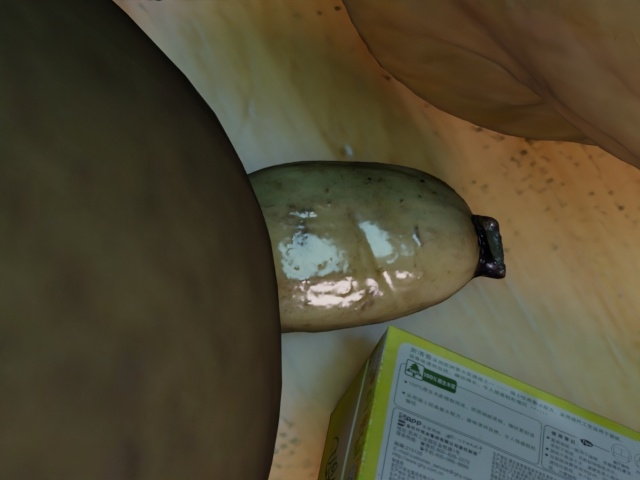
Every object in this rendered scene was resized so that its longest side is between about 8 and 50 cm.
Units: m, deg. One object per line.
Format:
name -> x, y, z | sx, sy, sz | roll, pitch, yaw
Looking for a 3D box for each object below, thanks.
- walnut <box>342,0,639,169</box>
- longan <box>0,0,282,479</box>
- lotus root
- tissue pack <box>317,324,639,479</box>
walnut -> 0.191, -0.179, 0.576 | 0.383, 0.383, 0.384 | 1, 86, -11
longan -> -0.169, 0.043, 0.491 | 0.319, 0.319, 0.319 | 1, 86, -11
lotus root -> 0.000, 0.000, 0.642 | 0.152, 0.072, 0.063 | -5, 130, -18
tissue pack -> 0.085, 0.114, 0.634 | 0.176, 0.062, 0.095 | 23, 41, -8
